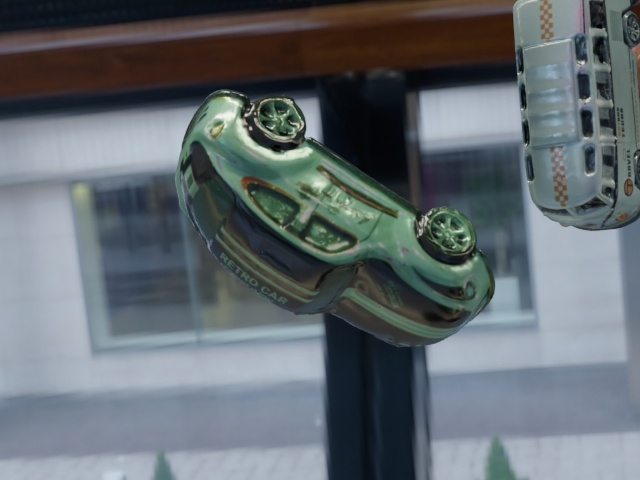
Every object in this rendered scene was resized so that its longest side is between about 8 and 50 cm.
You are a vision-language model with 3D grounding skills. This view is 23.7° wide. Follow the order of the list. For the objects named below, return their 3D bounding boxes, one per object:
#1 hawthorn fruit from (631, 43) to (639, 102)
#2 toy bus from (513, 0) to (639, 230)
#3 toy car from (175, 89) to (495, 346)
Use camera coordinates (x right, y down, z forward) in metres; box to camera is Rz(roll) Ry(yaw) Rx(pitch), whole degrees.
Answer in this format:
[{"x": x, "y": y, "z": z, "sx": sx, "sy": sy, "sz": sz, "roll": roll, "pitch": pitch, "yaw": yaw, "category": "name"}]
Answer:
[{"x": 0.492, "y": -0.246, "z": 2.170, "sx": 0.128, "sy": 0.128, "sz": 0.128, "roll": -6, "pitch": 10, "yaw": 1, "category": "hawthorn fruit"}, {"x": 0.200, "y": -0.104, "z": 1.187, "sx": 0.087, "sy": 0.194, "sz": 0.089, "roll": -5, "pitch": -3, "yaw": 38, "category": "toy bus"}, {"x": 0.000, "y": 0.000, "z": 1.318, "sx": 0.125, "sy": 0.306, "sz": 0.136, "roll": -56, "pitch": 2, "yaw": -37, "category": "toy car"}]
